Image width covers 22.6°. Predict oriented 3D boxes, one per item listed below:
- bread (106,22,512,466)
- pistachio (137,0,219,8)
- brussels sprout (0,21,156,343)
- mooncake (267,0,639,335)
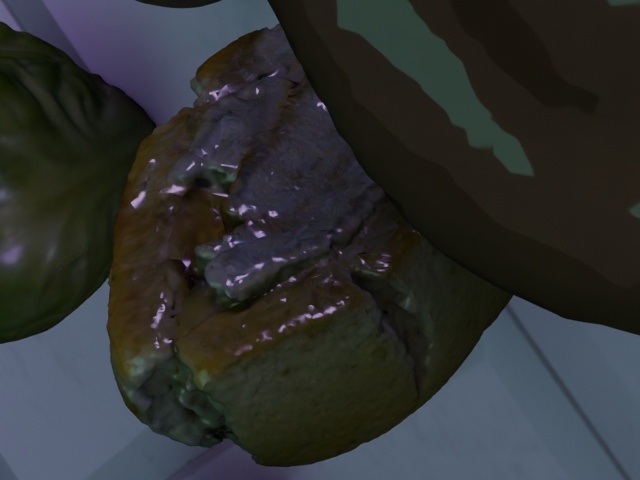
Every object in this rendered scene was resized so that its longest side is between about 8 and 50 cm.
[{"bbox_3d":[0.000,0.000,0.806,0.186,0.257,0.124,12,137,22],"label":"bread"},{"bbox_3d":[-0.102,-0.223,0.853,0.138,0.153,0.238,39,170,42],"label":"pistachio"},{"bbox_3d":[-0.232,-0.041,1.073,0.244,0.244,0.244,32,138,34],"label":"brussels sprout"},{"bbox_3d":[0.155,-0.157,0.464,0.378,0.201,0.378,18,122,32],"label":"mooncake"}]
